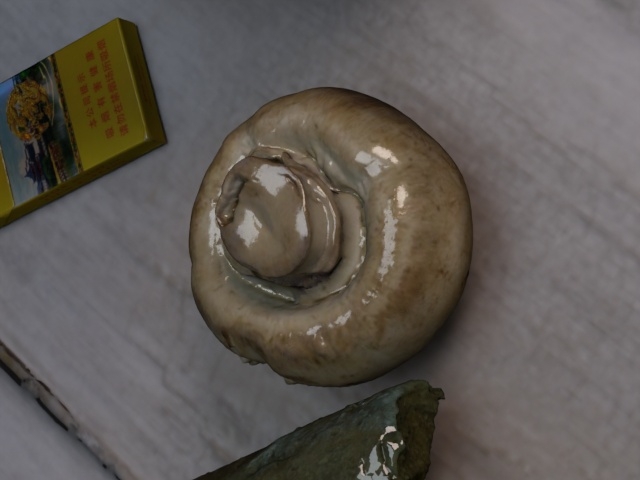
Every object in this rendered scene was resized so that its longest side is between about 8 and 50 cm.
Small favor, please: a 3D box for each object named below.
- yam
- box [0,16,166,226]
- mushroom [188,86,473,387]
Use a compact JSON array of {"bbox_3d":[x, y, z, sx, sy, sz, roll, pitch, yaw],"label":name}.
[{"bbox_3d":[-0.035,0.165,0.974,0.259,0.106,0.106,-26,72,28],"label":"yam"},{"bbox_3d":[-0.173,-0.073,1.137,0.155,0.023,0.087,-25,75,28],"label":"box"},{"bbox_3d":[0.000,0.000,0.960,0.166,0.127,0.166,-1,89,37],"label":"mushroom"}]
